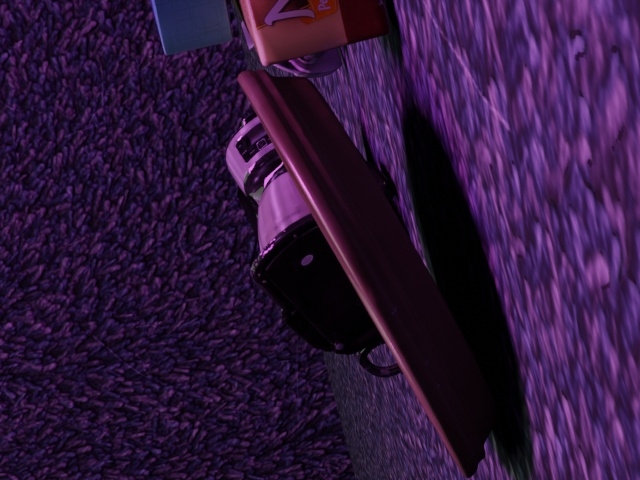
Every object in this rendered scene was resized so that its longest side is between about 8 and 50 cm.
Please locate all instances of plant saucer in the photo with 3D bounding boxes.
[{"bbox_3d":[0.033,0.013,0.922,0.277,0.041,0.278,61,180,-1],"label":"plant saucer"}]

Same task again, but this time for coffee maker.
[{"bbox_3d":[0.000,0.000,1.219,0.178,0.120,0.171,-109,4,-55],"label":"coffee maker"}]

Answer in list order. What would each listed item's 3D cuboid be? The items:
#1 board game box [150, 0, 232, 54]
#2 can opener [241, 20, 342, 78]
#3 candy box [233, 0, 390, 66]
[{"bbox_3d":[-0.103,-0.243,0.923,0.160,0.047,0.210,-109,7,-47],"label":"board game box"},{"bbox_3d":[-0.037,-0.261,1.280,0.095,0.076,0.283,-48,50,47],"label":"can opener"},{"bbox_3d":[-0.042,-0.256,0.998,0.316,0.088,0.182,-111,8,-62],"label":"candy box"}]
